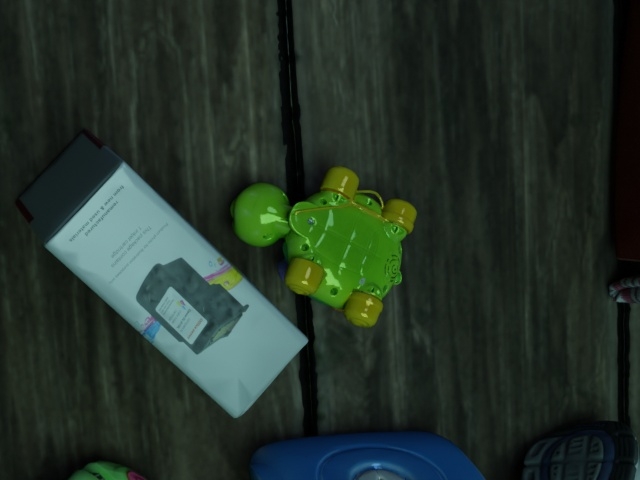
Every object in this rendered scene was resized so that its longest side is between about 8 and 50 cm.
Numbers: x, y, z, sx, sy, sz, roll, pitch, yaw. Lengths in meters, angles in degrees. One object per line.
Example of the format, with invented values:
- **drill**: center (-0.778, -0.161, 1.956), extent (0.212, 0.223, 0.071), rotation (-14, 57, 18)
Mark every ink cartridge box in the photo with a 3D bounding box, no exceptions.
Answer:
- **ink cartridge box**: center (-0.104, 0.020, 1.116), extent (0.072, 0.127, 0.175), rotation (-47, 113, -4)

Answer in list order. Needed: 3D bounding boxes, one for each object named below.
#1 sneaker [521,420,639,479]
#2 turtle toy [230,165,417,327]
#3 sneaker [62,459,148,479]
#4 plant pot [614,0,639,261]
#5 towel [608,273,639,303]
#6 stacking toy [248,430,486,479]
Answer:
- **sneaker**: center (0.196, 0.264, 1.208), extent (0.111, 0.297, 0.129), rotation (-10, 125, 27)
- **turtle toy**: center (0.000, 0.000, 1.174), extent (0.130, 0.066, 0.095), rotation (29, 71, -19)
- **sneaker**: center (-0.162, 0.393, 1.158), extent (0.185, 0.202, 0.483), rotation (1, 85, -57)
- **plant pot**: center (0.351, -0.122, 1.159), extent (0.267, 0.267, 0.236), rotation (-12, 95, -14)
- **towel**: center (0.302, 0.025, 1.207), extent (0.144, 0.197, 0.029), rotation (-11, 90, -12)
- **stacking toy**: center (0.023, 0.296, 1.234), extent (0.165, 0.175, 0.302), rotation (-3, 119, -21)
